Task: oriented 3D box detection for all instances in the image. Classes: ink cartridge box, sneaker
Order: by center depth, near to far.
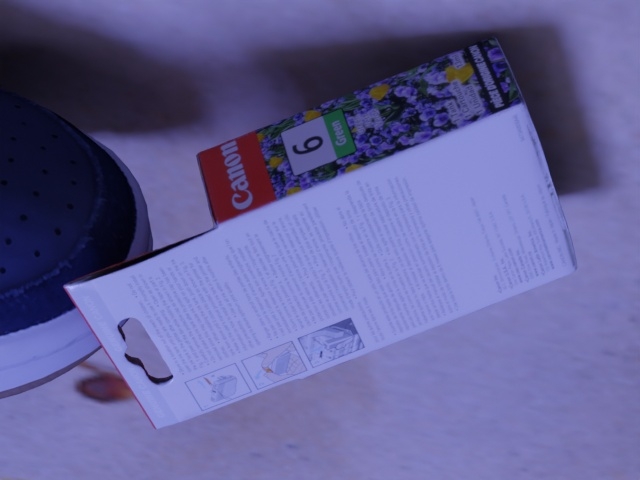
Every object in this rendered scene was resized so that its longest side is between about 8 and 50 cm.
[{"bbox_3d":[-0.175,-0.053,0.429,0.282,0.099,0.153,15,144,4],"label":"sneaker"},{"bbox_3d":[0.000,0.000,0.460,0.115,0.029,0.063,-21,136,4],"label":"ink cartridge box"}]
